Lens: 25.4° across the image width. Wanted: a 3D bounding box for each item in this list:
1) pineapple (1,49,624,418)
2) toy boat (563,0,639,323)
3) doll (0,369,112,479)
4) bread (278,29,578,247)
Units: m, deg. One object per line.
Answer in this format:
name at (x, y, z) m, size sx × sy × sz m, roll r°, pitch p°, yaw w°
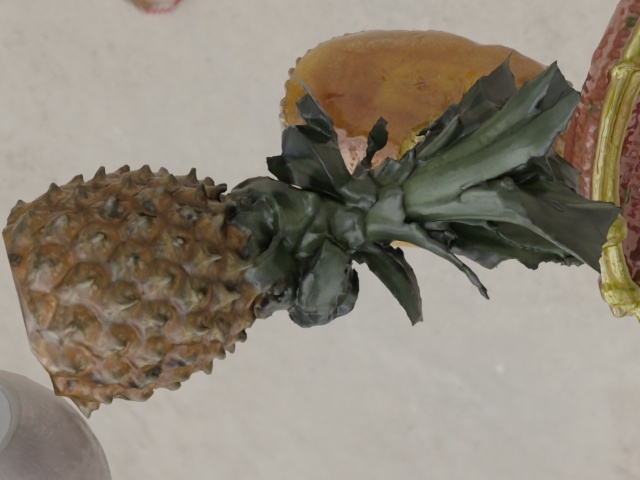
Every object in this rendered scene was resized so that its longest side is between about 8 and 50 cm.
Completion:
pineapple at (0.000, 0.000, 0.665) m, size 0.119 × 0.277 × 0.130 m, roll 76°, pitch 175°, yaw -57°
toy boat at (0.225, -0.105, 0.892) m, size 0.099 × 0.141 × 0.317 m, roll 28°, pitch 110°, yaw 31°
doll at (-0.168, 0.204, 0.788) m, size 0.151 × 0.151 × 0.287 m, roll 19°, pitch 136°, yaw 32°
bread at (0.091, -0.085, 1.183) m, size 0.250 × 0.179 × 0.133 m, roll 16°, pitch 149°, yaw 11°
